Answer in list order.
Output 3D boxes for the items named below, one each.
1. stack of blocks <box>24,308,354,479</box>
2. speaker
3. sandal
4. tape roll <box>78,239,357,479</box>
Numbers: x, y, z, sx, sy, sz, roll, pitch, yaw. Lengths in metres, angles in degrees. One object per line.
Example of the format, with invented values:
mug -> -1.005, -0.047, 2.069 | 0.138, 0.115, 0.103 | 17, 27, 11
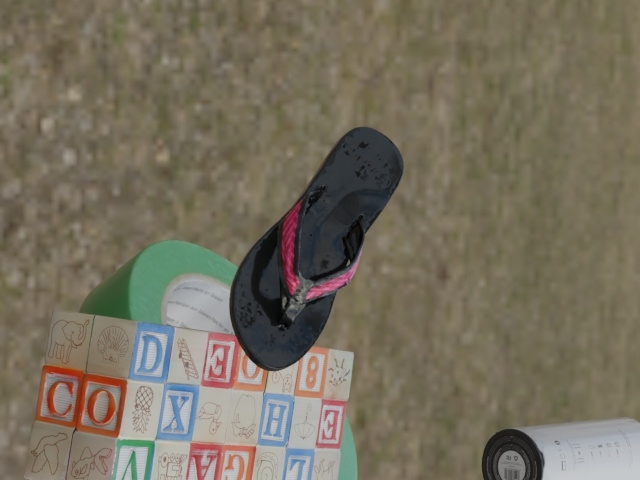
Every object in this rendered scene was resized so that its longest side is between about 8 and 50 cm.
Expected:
stack of blocks -> -0.097, 0.156, 1.388 | 0.297, 0.087, 0.171 | 14, 83, -56
speaker -> 0.177, 0.154, 1.235 | 0.136, 0.055, 0.055 | 0, 91, -46
sandal -> 0.000, 0.000, 1.120 | 0.179, 0.067, 0.040 | -60, -165, -19
tape roll -> -0.096, 0.152, 1.707 | 0.321, 0.077, 0.321 | 42, 24, -24
